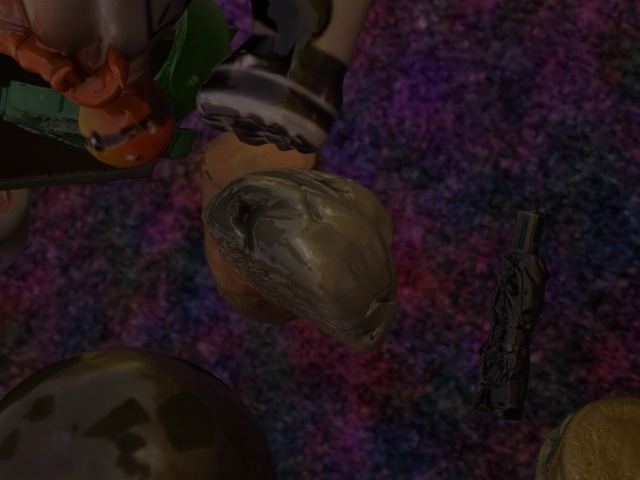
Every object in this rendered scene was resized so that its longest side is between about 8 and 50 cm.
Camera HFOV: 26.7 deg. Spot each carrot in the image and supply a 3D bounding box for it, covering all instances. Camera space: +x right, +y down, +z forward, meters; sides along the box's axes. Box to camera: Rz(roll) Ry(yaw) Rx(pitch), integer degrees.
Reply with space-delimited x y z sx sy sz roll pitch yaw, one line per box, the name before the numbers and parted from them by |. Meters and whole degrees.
carrot | -0.085 -0.022 2.214 0.224 0.224 0.340 -104 6 -45

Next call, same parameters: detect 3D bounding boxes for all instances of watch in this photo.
watch | -0.164 -0.148 1.060 0.165 0.131 0.152 14 88 30

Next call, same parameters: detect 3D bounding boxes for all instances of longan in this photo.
longan | -0.220 0.286 1.474 0.361 0.361 0.361 -36 42 42

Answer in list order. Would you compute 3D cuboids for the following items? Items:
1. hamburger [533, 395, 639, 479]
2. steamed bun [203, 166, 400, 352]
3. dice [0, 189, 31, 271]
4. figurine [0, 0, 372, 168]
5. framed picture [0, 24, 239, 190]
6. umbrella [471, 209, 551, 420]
hamburger | 0.293 0.250 1.304 0.122 0.215 0.189 124 136 -55
steamed bun | 0.002 0.001 1.340 0.211 0.218 0.144 32 78 33
dice | -0.602 -0.041 1.841 0.304 0.304 0.277 -34 78 42
figurine | -0.123 -0.197 0.740 0.196 0.323 0.320 -49 -32 -45
framed picture | -0.222 -0.119 1.203 0.217 0.274 0.017 -51 60 37
umbrella | 0.218 0.082 1.504 0.066 0.059 0.235 12 89 33
